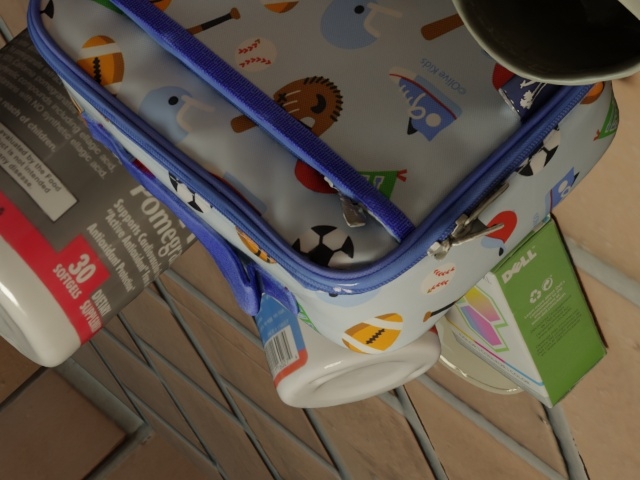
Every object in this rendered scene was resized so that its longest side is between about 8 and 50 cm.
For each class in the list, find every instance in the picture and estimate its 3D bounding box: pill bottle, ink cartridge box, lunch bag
[{"bbox_3d":[0.000,0.000,1.424,0.124,0.124,0.221,95,160,-71],"label":"pill bottle"},{"bbox_3d":[-0.116,-0.084,1.257,0.176,0.318,0.176,43,166,14],"label":"pill bottle"},{"bbox_3d":[0.118,0.013,1.363,0.109,0.062,0.209,35,161,43],"label":"ink cartridge box"},{"bbox_3d":[0.001,-0.091,1.063,0.303,0.243,0.115,41,165,27],"label":"lunch bag"}]

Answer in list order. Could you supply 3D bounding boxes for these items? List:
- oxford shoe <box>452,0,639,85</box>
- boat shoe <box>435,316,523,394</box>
[{"bbox_3d":[0.105,-0.197,0.724,0.169,0.130,0.449,43,164,23],"label":"oxford shoe"},{"bbox_3d":[0.096,0.033,1.531,0.206,0.075,0.065,43,-151,-7],"label":"boat shoe"}]
